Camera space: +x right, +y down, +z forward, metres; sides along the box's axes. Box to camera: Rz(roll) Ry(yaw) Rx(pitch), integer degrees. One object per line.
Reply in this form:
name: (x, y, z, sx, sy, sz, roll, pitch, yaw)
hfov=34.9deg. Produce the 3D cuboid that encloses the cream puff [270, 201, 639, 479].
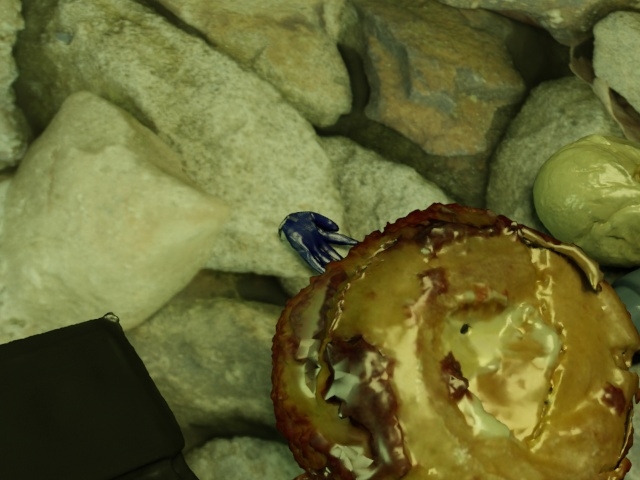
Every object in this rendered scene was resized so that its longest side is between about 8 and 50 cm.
cream puff: (0.108, 0.134, 0.916, 0.350, 0.228, 0.351, 7, 71, -21)

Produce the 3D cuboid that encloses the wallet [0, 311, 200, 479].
wallet: (-0.186, 0.220, 0.840, 0.247, 0.041, 0.323, -13, 69, -54)

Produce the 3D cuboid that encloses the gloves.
gloves: (0.000, 0.000, 1.082, 0.086, 0.026, 0.064, 40, 55, 9)

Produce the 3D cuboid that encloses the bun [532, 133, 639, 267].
bun: (0.343, -0.053, 1.167, 0.188, 0.111, 0.164, 24, 53, 2)

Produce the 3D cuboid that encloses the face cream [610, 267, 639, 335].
face cream: (0.426, 0.042, 1.131, 0.385, 0.136, 0.086, -24, 67, -19)
